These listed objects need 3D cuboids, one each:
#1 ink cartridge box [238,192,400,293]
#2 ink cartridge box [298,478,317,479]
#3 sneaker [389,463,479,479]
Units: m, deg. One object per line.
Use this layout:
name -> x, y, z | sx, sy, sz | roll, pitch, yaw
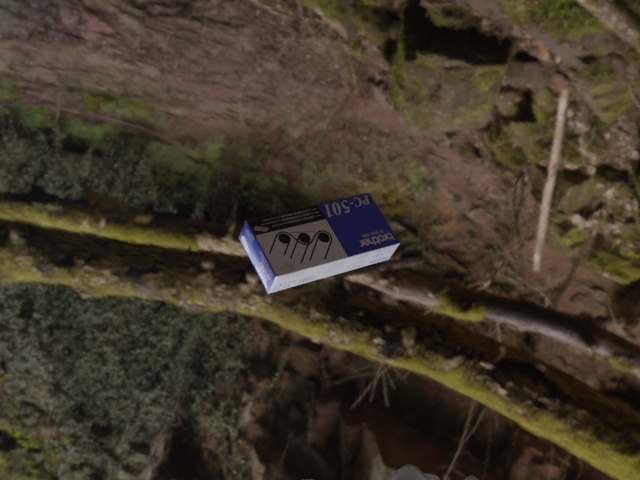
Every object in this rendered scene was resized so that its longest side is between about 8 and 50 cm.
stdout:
ink cartridge box -> 0.000, 0.000, 1.053 | 0.207, 0.046, 0.097 | -14, -119, -31
ink cartridge box -> -0.075, 0.189, 0.286 | 0.232, 0.066, 0.189 | 4, -152, -27
sneaker -> 0.170, 0.295, 0.697 | 0.137, 0.366, 0.210 | 22, -139, -39
